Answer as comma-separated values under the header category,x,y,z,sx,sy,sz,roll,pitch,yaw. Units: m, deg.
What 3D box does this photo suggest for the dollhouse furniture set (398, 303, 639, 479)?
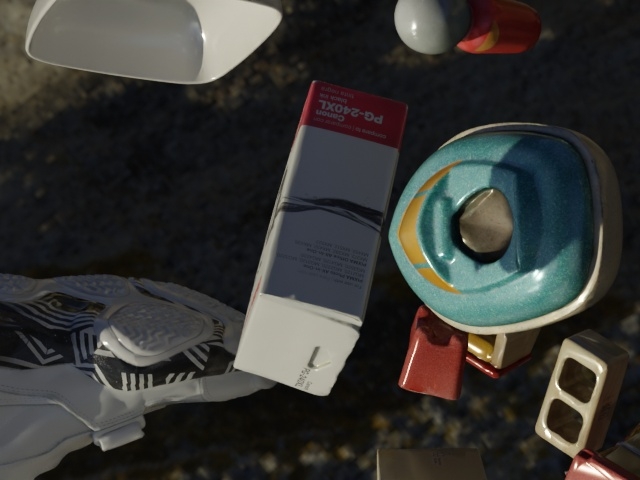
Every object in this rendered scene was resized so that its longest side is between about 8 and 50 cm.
category,x,y,z,sx,sy,sz,roll,pitch,yaw
dollhouse furniture set,0.221,0.190,1.514,0.374,0.152,0.201,31,34,31

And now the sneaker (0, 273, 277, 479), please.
category,x,y,z,sx,sy,sz,roll,pitch,yaw
sneaker,-0.215,0.140,1.192,0.366,0.210,0.137,4,18,-21

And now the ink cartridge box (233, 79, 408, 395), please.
category,x,y,z,sx,sy,sz,roll,pitch,yaw
ink cartridge box,0.000,0.000,0.924,0.063,0.109,0.150,16,60,-3

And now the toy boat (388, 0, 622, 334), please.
category,x,y,z,sx,sy,sz,roll,pitch,yaw
toy boat,0.141,-0.074,1.404,0.267,0.148,0.318,-14,78,53

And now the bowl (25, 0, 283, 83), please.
category,x,y,z,sx,sy,sz,roll,pitch,yaw
bowl,-0.107,-0.151,0.978,0.142,0.142,0.053,-32,57,59

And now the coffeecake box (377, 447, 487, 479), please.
category,x,y,z,sx,sy,sz,roll,pitch,yaw
coffeecake box,0.067,0.233,0.936,0.068,0.185,0.142,0,8,1
